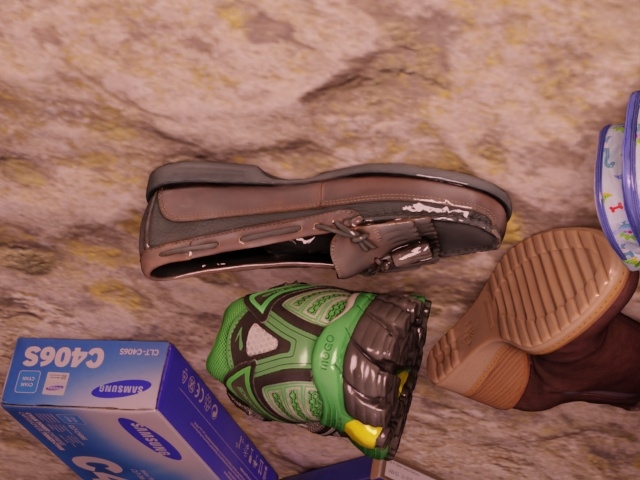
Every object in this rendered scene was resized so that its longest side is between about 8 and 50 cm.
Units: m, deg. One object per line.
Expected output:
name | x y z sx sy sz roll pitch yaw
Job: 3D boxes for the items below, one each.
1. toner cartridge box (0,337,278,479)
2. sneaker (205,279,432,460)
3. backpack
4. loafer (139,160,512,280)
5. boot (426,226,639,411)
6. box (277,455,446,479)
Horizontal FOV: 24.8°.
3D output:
toner cartridge box | -0.173 0.209 1.489 0.165 0.075 0.348 -1 150 18
sneaker | 0.003 0.083 1.095 0.146 0.134 0.343 14 171 8
backpack | 0.211 -0.036 0.876 0.084 0.105 0.114 -5 146 25
loafer | 0.000 0.000 1.033 0.267 0.084 0.096 3 151 14
boot | 0.222 0.067 1.119 0.207 0.090 0.248 8 152 -25
box | 0.045 0.288 1.603 0.136 0.036 0.225 28 146 -29
